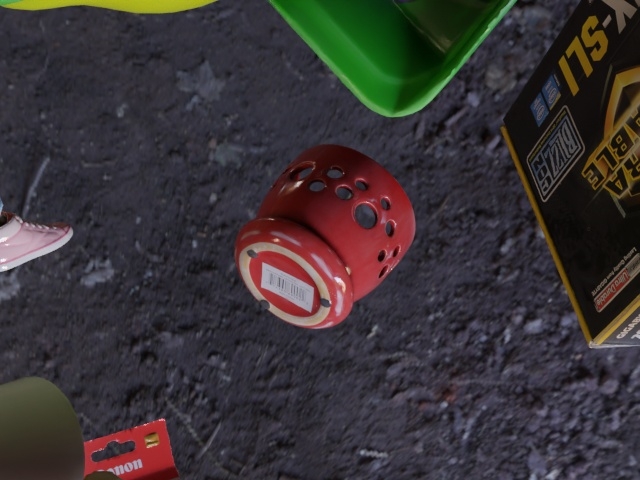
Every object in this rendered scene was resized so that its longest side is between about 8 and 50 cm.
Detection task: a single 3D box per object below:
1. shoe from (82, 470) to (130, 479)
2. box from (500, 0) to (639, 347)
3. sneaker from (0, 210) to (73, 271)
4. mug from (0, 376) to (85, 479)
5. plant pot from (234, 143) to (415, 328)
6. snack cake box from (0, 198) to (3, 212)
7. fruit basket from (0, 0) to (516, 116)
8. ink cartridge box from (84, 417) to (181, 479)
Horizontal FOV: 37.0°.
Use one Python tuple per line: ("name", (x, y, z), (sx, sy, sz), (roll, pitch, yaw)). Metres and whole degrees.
("shoe", (-0.071, 0.180, 0.303), (0.058, 0.076, 0.219), (11, 55, -6))
("box", (0.281, -0.104, 0.766), (0.079, 0.322, 0.257), (2, 54, -20))
("sneaker", (-0.394, -0.014, 1.285), (0.051, 0.070, 0.134), (8, 27, 38))
("mug", (-0.141, 0.095, 0.380), (0.062, 0.078, 0.064), (37, 21, 30))
("plant pot", (0.000, 0.000, 1.203), (0.191, 0.191, 0.174), (36, 50, 6))
("snack cake box", (-0.500, -0.016, 1.038), (0.264, 0.152, 0.089), (-6, 57, -35))
("fruit basket", (-0.032, -0.248, 0.490), (0.392, 0.283, 0.392), (25, 38, -21))
("ink cartridge box", (-0.282, 0.399, 1.416), (0.181, 0.056, 0.224), (-13, 95, -27))
